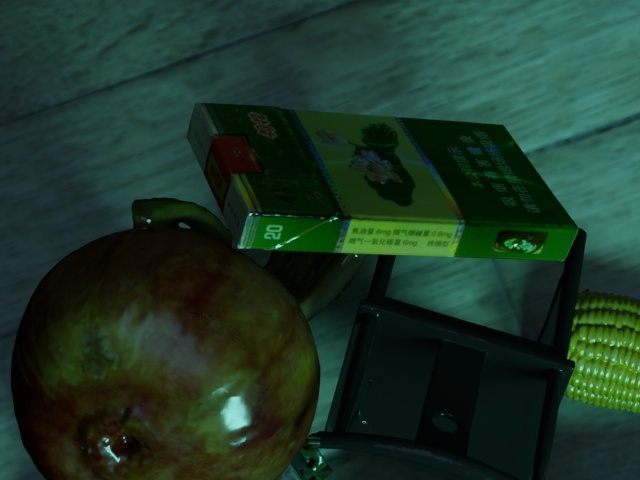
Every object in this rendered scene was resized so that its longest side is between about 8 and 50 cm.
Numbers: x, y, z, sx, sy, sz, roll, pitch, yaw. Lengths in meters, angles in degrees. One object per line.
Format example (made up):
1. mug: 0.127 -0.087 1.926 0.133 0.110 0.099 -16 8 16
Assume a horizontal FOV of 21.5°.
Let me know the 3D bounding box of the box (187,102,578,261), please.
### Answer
1. box: 0.040 -0.038 1.114 0.235 0.034 0.132 3 35 -23

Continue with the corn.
1. corn: 0.248 0.088 1.203 0.165 0.063 0.085 15 52 9

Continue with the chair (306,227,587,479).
1. chair: 0.084 0.098 1.109 0.154 0.141 0.260 16 41 3

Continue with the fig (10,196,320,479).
1. fig: -0.092 0.074 1.057 0.205 0.205 0.205 -1 73 5

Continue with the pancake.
1. pancake: 0.000 0.000 1.209 0.028 0.158 0.158 34 78 -17

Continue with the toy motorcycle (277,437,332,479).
1. toy motorcycle: -0.110 0.147 1.194 0.205 0.127 0.275 -34 81 -4
